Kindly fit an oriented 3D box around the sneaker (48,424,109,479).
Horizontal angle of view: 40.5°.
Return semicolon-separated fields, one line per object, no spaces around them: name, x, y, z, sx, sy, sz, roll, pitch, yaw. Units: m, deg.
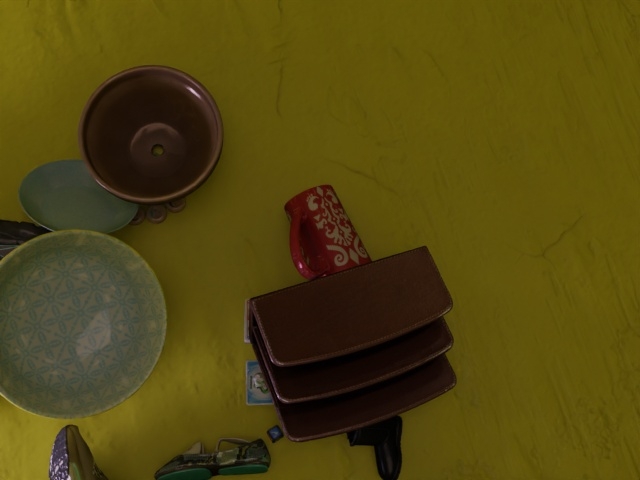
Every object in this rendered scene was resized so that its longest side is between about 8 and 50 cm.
sneaker;-0.295;0.470;1.371;0.182;0.158;0.410;-19;77;-39

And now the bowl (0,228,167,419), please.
bowl;-0.400;0.127;1.380;0.290;0.156;0.289;0;90;-22

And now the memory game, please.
memory game;-0.312;-0.116;1.523;0.186;0.012;0.186;1;79;-4

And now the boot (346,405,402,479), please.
boot;0.087;0.331;1.422;0.099;0.045;0.121;19;69;-36

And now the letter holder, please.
letter holder;0.062;0.170;1.375;0.302;0.152;0.214;-16;63;-14

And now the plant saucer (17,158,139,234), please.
plant saucer;-0.403;-0.062;1.447;0.195;0.037;0.195;12;41;-10

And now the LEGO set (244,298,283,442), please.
LEGO set;-0.037;0.219;1.467;0.183;0.060;0.244;-1;67;-4

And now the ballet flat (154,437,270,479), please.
ballet flat;-0.177;0.358;1.420;0.189;0.070;0.070;-4;79;-7

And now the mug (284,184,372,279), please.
mug;0.009;-0.004;1.458;0.113;0.150;0.169;-26;77;8

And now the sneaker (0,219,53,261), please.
sneaker;-0.573;0.006;1.437;0.268;0.101;0.106;13;80;-1

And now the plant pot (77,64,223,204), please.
plant pot;-0.281;-0.168;1.472;0.238;0.110;0.237;1;79;-3
